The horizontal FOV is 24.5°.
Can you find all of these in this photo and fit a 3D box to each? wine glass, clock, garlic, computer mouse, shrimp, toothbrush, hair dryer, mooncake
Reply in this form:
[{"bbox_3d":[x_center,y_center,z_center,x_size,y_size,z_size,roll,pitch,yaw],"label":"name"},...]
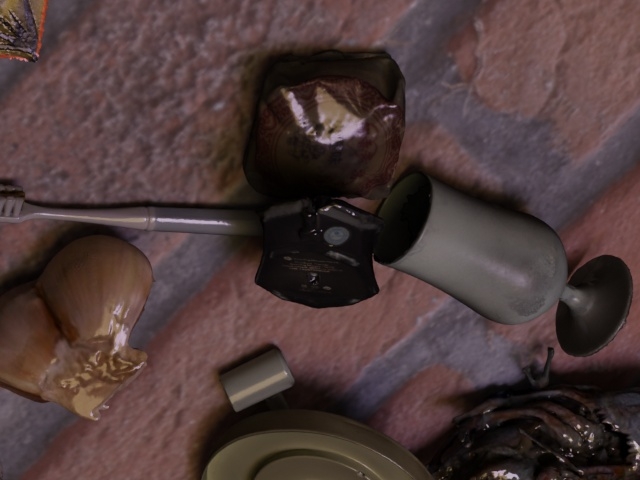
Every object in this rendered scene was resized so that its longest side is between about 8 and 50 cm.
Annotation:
[{"bbox_3d":[0.160,0.020,1.309,0.231,0.103,0.103,23,111,-26],"label":"wine glass"},{"bbox_3d":[0.001,0.249,1.371,0.235,0.029,0.235,9,131,11],"label":"clock"},{"bbox_3d":[-0.206,0.071,1.224,0.124,0.099,0.174,40,99,-15],"label":"garlic"},{"bbox_3d":[0.000,0.000,1.206,0.105,0.062,0.192,6,155,3],"label":"computer mouse"},{"bbox_3d":[0.201,0.192,1.428,0.372,0.137,0.172,-12,89,-21],"label":"shrimp"},{"bbox_3d":[-0.120,-0.020,1.230,0.342,0.025,0.030,5,141,-22],"label":"toothbrush"},{"bbox_3d":[-0.045,0.155,1.368,0.063,0.038,0.124,-25,133,-1],"label":"hair dryer"},{"bbox_3d":[0.005,-0.086,1.204,0.130,0.073,0.125,-2,123,-16],"label":"mooncake"}]

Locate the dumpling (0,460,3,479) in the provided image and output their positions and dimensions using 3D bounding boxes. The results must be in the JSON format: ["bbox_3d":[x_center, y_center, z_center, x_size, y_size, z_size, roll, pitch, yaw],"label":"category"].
[{"bbox_3d":[-0.422,0.193,1.114,0.341,0.260,0.181,25,104,-36],"label":"dumpling"}]

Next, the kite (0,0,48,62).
[{"bbox_3d":[-0.304,-0.239,1.034,0.377,0.013,0.327,-38,126,5],"label":"kite"}]
